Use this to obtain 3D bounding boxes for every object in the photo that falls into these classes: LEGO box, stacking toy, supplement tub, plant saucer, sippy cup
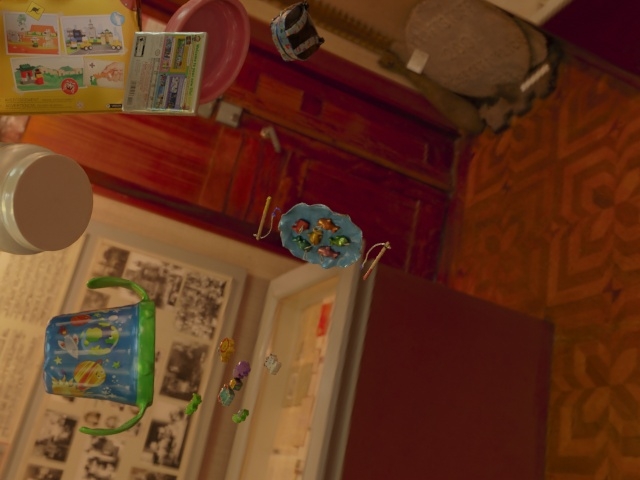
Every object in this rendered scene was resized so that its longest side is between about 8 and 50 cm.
[{"bbox_3d":[-0.797,-0.581,2.056,0.193,0.500,0.372,-130,39,-67],"label":"LEGO box"},{"bbox_3d":[-0.221,0.359,1.694,0.221,0.167,0.052,-57,37,10],"label":"stacking toy"},{"bbox_3d":[-0.675,-0.093,1.432,0.325,0.235,0.235,7,75,28],"label":"supplement tub"},{"bbox_3d":[-0.341,-0.557,1.935,0.332,0.084,0.332,-45,-26,-29],"label":"plant saucer"},{"bbox_3d":[-0.475,0.246,1.456,0.305,0.224,0.240,-113,28,-56],"label":"sippy cup"}]

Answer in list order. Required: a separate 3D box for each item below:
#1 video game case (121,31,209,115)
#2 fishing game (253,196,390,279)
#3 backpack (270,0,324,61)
[{"bbox_3d":[-0.379,-0.409,1.644,0.023,0.193,0.212,47,-132,-74],"label":"video game case"},{"bbox_3d":[0.000,0.000,1.365,0.189,0.264,0.041,119,173,-49],"label":"fishing game"},{"bbox_3d":[-0.084,-0.611,2.015,0.117,0.158,0.173,-9,33,31],"label":"backpack"}]
